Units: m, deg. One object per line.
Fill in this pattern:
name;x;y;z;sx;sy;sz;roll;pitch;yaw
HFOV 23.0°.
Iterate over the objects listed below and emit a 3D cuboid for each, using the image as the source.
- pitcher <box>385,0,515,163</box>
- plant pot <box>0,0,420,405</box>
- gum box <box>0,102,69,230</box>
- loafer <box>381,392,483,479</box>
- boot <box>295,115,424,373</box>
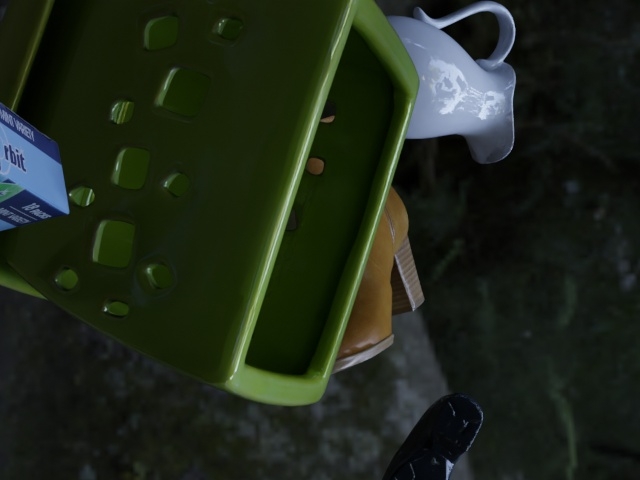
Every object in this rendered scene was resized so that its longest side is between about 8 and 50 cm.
pitcher;0.122;-0.191;1.695;0.125;0.207;0.178;0;-102;55
plant pot;-0.082;-0.043;0.917;0.227;0.207;0.228;33;75;-75
gum box;-0.225;-0.024;0.694;0.157;0.184;0.041;49;28;-74
loafer;0.103;0.232;1.613;0.170;0.062;0.061;-51;-168;-12
boot;0.001;0.000;1.443;0.211;0.104;0.295;68;26;-7
